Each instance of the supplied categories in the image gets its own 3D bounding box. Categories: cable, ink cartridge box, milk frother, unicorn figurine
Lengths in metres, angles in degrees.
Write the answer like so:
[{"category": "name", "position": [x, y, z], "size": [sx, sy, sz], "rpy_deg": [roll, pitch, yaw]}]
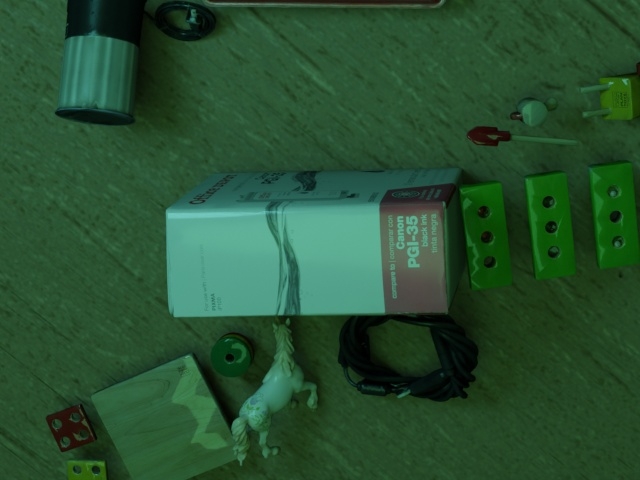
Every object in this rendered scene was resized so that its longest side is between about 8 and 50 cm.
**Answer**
[{"category": "cable", "position": [0.094, 0.121, 1.653], "size": [0.150, 0.047, 0.184], "rpy_deg": [18, 145, 5]}, {"category": "ink cartridge box", "position": [0.000, 0.000, 1.603], "size": [0.283, 0.207, 0.117], "rpy_deg": [-1, 103, 10]}, {"category": "milk frother", "position": [-0.192, -0.188, 1.623], "size": [0.143, 0.129, 0.135], "rpy_deg": [3, 84, 17]}, {"category": "unicorn figurine", "position": [-0.048, 0.164, 1.713], "size": [0.060, 0.162, 0.111], "rpy_deg": [7, 142, 27]}]

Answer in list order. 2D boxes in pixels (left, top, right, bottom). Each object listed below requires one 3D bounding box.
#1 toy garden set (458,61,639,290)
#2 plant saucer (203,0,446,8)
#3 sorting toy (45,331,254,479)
[{"category": "toy garden set", "position": [0.258, -0.070, 1.597], "size": [0.244, 0.049, 0.204], "rpy_deg": [-9, 103, -4]}, {"category": "plant saucer", "position": [0.004, -0.369, 1.589], "size": [0.258, 0.048, 0.259], "rpy_deg": [2, 104, 10]}, {"category": "sorting toy", "position": [-0.178, 0.207, 1.776], "size": [0.274, 0.046, 0.132], "rpy_deg": [-24, 99, 15]}]
